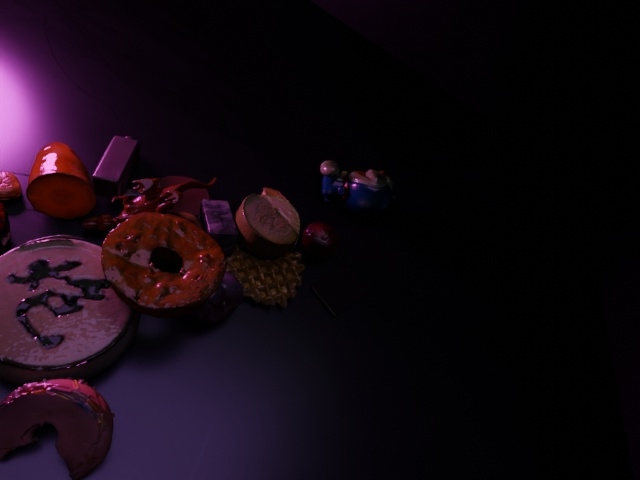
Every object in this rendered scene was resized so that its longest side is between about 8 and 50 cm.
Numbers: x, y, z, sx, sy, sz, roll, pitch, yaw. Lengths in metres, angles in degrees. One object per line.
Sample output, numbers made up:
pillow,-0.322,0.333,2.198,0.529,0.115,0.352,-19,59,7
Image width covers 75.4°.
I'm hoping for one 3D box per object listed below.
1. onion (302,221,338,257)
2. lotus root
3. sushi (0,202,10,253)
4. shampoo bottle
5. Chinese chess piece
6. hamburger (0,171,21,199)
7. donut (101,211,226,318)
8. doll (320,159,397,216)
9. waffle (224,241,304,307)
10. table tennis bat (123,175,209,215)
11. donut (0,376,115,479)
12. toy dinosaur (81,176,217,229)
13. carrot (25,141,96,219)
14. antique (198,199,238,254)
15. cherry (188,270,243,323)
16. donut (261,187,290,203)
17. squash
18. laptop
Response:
onion,0.000,0.000,1.432,0.131,0.131,0.131,15,52,-20
lotus root,-0.452,0.004,1.168,0.260,0.128,0.145,-29,63,-37
sushi,-0.861,-0.021,0.962,0.225,0.126,0.136,-8,61,-40
shampoo bottle,-0.612,-0.234,1.258,0.079,0.080,0.246,12,45,-14
Chinese chess piece,-0.603,0.159,0.960,0.349,0.146,0.349,15,52,-20
hamburger,-0.847,-0.147,1.107,0.076,0.044,0.083,-25,75,-38
donut,-0.375,0.068,0.995,0.278,0.108,0.277,17,46,-18
doll,0.144,-0.198,1.612,0.322,0.186,0.198,14,19,1
waffle,-0.180,0.087,1.310,0.261,0.056,0.250,31,50,-9
table tennis bat,-0.491,-0.143,1.319,0.274,0.021,0.154,0,62,-30
donut,-0.534,0.369,0.843,0.233,0.199,0.085,27,8,-12
toy dinosaur,-0.454,-0.123,1.196,0.432,0.208,0.097,-25,91,-32
carrot,-0.726,-0.185,1.155,0.159,0.159,0.225,-5,47,-32
antique,-0.320,-0.047,1.277,0.086,0.088,0.183,2,41,-28
cherry,-0.308,0.147,1.142,0.176,0.140,0.176,10,33,-6
donut,-0.176,-0.093,1.428,0.146,0.078,0.181,35,43,-5
squash,-0.156,-0.062,1.291,0.220,0.133,0.220,11,58,-18
laptop,0.069,0.168,1.421,0.197,0.016,0.135,-27,73,-41
